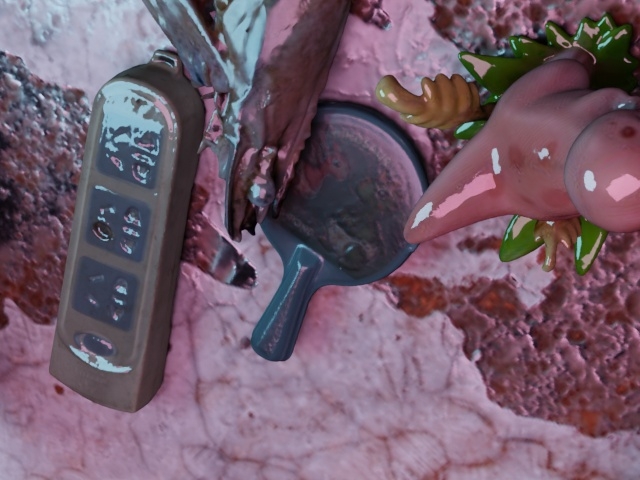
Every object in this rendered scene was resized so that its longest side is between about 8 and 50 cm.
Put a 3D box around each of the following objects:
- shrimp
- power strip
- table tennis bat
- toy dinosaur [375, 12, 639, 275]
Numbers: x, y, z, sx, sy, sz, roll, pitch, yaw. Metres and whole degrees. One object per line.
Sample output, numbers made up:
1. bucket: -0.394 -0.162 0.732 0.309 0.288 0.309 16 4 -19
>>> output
1. shrimp: -0.060 -0.151 0.802 0.164 0.062 0.316 16 113 20
2. power strip: -0.137 0.001 0.916 0.080 0.048 0.286 21 118 11
3. table tennis bat: 0.000 0.000 0.869 0.124 0.033 0.201 31 117 11
4. toy dinosaur: 0.135 -0.031 0.713 0.194 0.177 0.152 -4 111 26
